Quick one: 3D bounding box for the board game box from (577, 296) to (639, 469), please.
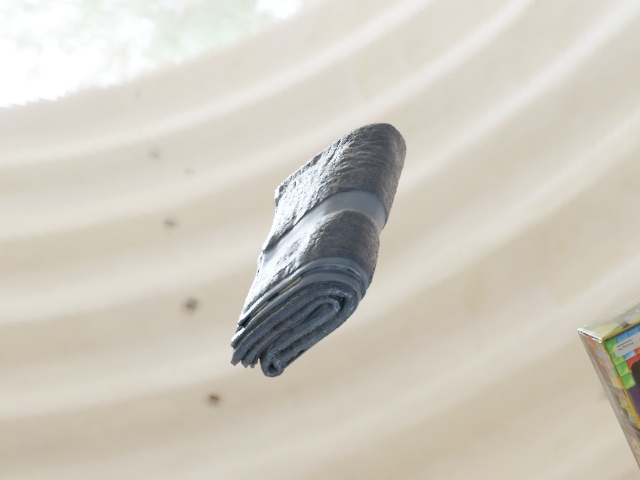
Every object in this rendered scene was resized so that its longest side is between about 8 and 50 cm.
[{"bbox_3d":[0.241,0.074,1.048,0.170,0.141,0.048,-26,-170,-7],"label":"board game box"}]

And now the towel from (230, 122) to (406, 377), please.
[{"bbox_3d":[0.000,0.000,0.806,0.029,0.067,0.119,41,-147,-15],"label":"towel"}]
